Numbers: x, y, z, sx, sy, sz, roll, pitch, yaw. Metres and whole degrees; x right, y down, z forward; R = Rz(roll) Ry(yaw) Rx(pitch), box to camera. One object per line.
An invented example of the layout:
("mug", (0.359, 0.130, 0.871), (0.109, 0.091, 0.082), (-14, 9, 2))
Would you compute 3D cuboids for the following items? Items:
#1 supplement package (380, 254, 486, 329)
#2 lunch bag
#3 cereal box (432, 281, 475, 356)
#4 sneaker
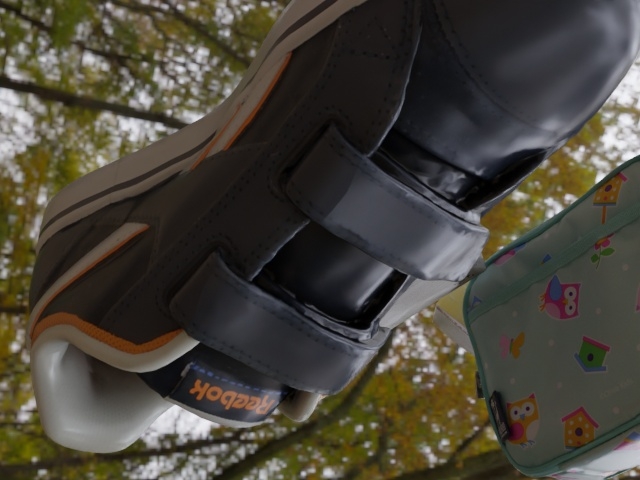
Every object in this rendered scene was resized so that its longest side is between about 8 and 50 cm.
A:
("supplement package", (0.000, 0.000, 0.940), (0.194, 0.203, 0.149), (-39, -122, 43))
("lunch bag", (0.247, 0.066, 0.854), (0.279, 0.108, 0.224), (-38, -129, 35))
("cereal box", (0.203, 0.117, 1.112), (0.047, 0.173, 0.240), (-51, 171, -4))
("sneaker", (-0.005, -0.001, 0.412), (0.321, 0.126, 0.127), (-30, -132, 38))
